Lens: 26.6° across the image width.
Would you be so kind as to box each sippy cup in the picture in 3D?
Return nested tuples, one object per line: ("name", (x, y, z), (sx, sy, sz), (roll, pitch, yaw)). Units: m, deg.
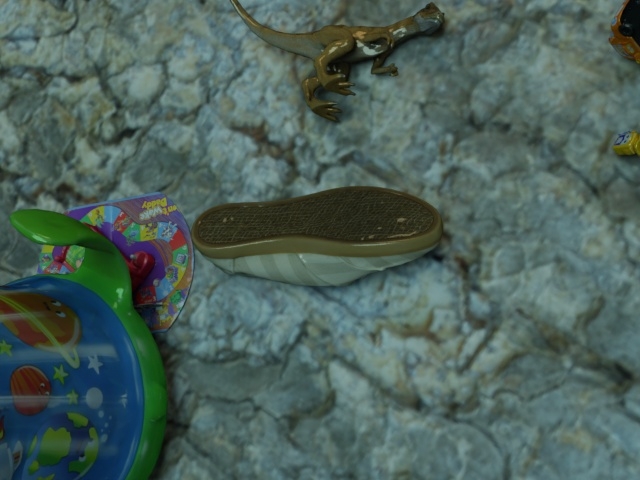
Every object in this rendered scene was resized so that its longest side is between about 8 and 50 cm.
("sippy cup", (-0.283, 0.136, 1.115), (0.240, 0.224, 0.305), (-10, 81, 27))

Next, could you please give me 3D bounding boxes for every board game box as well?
("board game box", (-0.197, 0.022, 1.232), (0.169, 0.033, 0.133), (-9, 73, 21))

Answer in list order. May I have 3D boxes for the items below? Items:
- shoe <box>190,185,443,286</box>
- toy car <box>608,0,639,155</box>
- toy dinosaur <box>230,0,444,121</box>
("shoe", (0.000, 0.000, 1.143), (0.219, 0.058, 0.076), (-1, 45, 20))
("toy car", (0.237, -0.130, 1.069), (0.040, 0.060, 0.122), (-4, 64, 56))
("toy dinosaur", (0.006, -0.168, 1.187), (0.212, 0.064, 0.112), (2, 59, 15))
